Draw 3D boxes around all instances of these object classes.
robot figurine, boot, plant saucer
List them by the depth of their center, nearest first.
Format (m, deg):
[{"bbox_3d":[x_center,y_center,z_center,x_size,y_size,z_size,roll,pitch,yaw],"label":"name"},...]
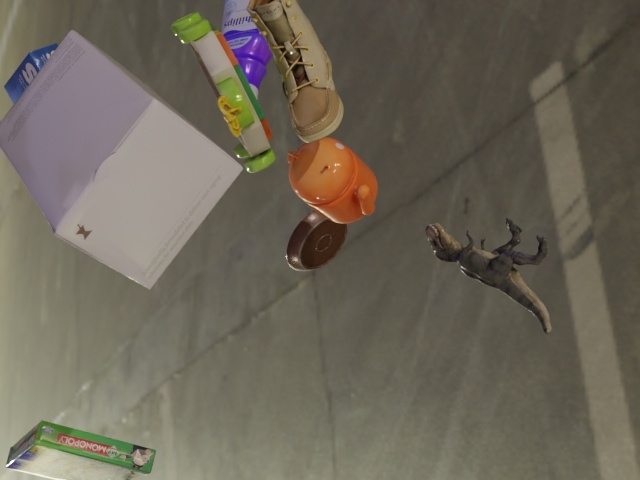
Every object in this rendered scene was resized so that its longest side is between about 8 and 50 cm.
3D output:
[{"bbox_3d":[-0.043,-0.303,1.744,0.262,0.095,0.203,-93,-21,-47],"label":"boot"},{"bbox_3d":[0.025,-0.108,1.910,0.128,0.219,0.158,-27,62,16],"label":"robot figurine"},{"bbox_3d":[0.000,0.000,2.251,0.029,0.168,0.168,38,123,33],"label":"plant saucer"}]

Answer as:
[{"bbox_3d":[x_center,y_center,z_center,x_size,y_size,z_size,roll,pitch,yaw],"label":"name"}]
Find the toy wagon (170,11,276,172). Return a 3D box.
[{"bbox_3d":[-0.153,-0.246,1.776,0.267,0.068,0.344,63,176,-21],"label":"toy wagon"}]

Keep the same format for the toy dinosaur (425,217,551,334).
[{"bbox_3d":[0.286,0.032,1.627,0.118,0.064,0.268,-49,54,-5],"label":"toy dinosaur"}]

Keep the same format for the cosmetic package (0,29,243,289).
[{"bbox_3d":[-0.273,-0.116,1.350,0.197,0.155,0.365,-51,37,3],"label":"cosmetic package"}]

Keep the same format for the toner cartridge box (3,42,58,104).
[{"bbox_3d":[-0.527,-0.223,2.228,0.165,0.075,0.348,-32,89,51],"label":"toner cartridge box"}]

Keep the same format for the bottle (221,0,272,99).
[{"bbox_3d":[-0.158,-0.426,2.279,0.118,0.092,0.282,-8,63,25],"label":"bottle"}]

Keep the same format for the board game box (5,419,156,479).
[{"bbox_3d":[-0.458,0.411,1.984,0.317,0.213,0.046,-37,39,59],"label":"board game box"}]
